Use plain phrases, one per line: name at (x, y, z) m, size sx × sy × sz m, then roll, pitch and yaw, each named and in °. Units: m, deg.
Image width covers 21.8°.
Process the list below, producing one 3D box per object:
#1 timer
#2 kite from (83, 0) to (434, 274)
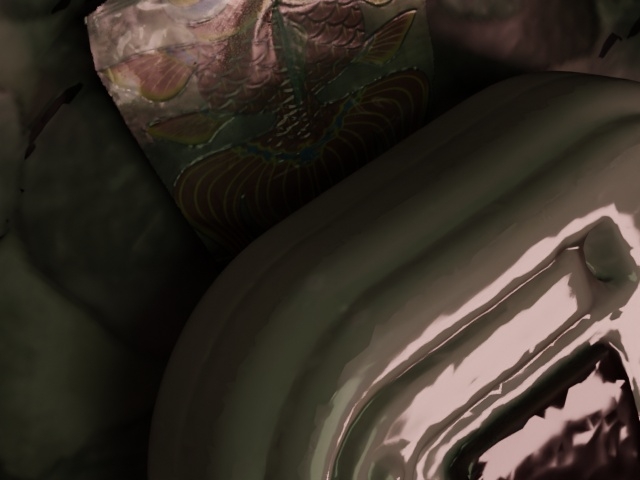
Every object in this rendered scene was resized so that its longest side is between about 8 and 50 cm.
timer at (0.071, 0.089, 0.556) m, size 0.237 × 0.087 × 0.262 m, roll -35°, pitch 121°, yaw -29°
kite at (-0.002, -0.001, 0.543) m, size 0.127 × 0.016 × 0.229 m, roll -23°, pitch 114°, yaw -27°
